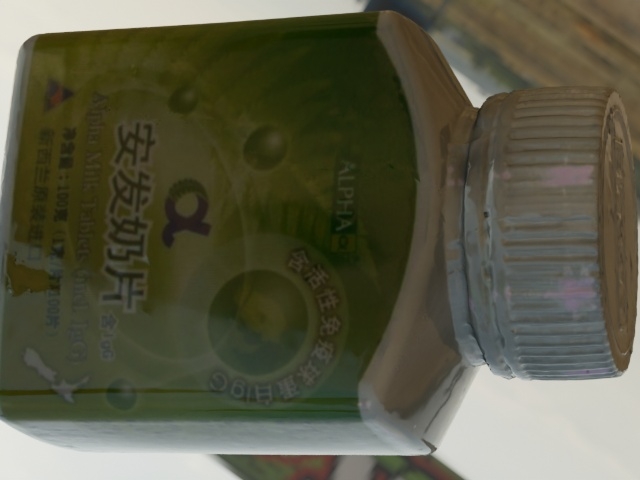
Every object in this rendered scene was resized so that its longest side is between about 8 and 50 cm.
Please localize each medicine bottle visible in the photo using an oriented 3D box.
[{"bbox_3d":[0.000,0.000,0.567,0.188,0.132,0.088,-2,164,17],"label":"medicine bottle"}]
